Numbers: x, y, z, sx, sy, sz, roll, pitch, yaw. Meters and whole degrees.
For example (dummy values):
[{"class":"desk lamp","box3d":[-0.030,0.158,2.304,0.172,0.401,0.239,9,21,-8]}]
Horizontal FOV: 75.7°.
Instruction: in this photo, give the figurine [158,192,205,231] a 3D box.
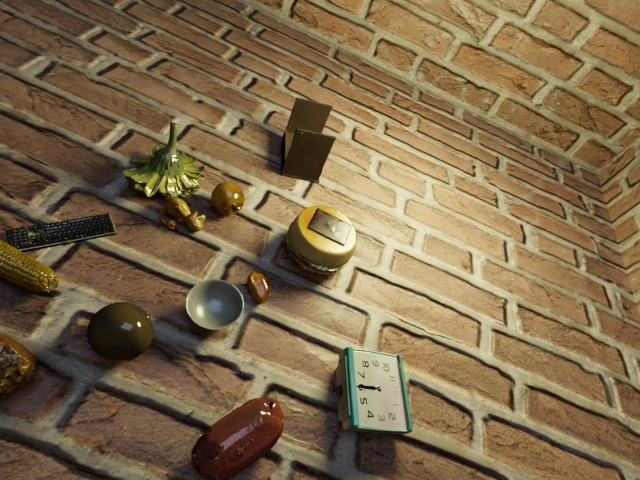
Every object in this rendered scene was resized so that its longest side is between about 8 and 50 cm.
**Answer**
[{"class":"figurine","box3d":[-0.532,-0.088,1.572,0.176,0.121,0.122,38,81,-8]}]

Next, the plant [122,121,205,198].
[{"class":"plant","box3d":[-0.584,-0.290,1.638,0.261,0.297,0.305,50,27,-22]}]

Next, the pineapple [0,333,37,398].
[{"class":"pineapple","box3d":[-0.876,0.369,1.028,0.158,0.157,0.279,41,62,10]}]

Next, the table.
[{"class":"table","box3d":[-0.060,-0.468,1.932,0.197,0.282,0.250,10,51,-16]}]

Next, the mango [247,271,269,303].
[{"class":"mango","box3d":[-0.226,0.174,1.508,0.077,0.063,0.127,-5,62,-32]}]

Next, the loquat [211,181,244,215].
[{"class":"loquat","box3d":[-0.375,-0.169,1.661,0.141,0.141,0.141,12,51,-15]}]

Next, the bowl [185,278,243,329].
[{"class":"bowl","box3d":[-0.359,0.232,1.390,0.189,0.086,0.188,11,50,-13]}]

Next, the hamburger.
[{"class":"hamburger","box3d":[0.000,0.000,1.665,0.301,0.176,0.300,11,50,-14]}]

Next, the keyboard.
[{"class":"keyboard","box3d":[-0.877,-0.027,1.408,0.317,0.027,0.106,-15,61,-32]}]

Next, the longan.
[{"class":"longan","box3d":[-0.586,0.265,1.214,0.189,0.189,0.189,12,51,-15]}]

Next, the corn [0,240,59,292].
[{"class":"corn","box3d":[-0.946,0.073,1.254,0.313,0.102,0.102,31,48,-1]}]

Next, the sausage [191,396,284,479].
[{"class":"sausage","box3d":[-0.222,0.552,1.159,0.280,0.152,0.152,-23,66,-37]}]

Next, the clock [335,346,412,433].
[{"class":"clock","box3d":[0.172,0.511,1.393,0.231,0.116,0.262,13,51,-20]}]
